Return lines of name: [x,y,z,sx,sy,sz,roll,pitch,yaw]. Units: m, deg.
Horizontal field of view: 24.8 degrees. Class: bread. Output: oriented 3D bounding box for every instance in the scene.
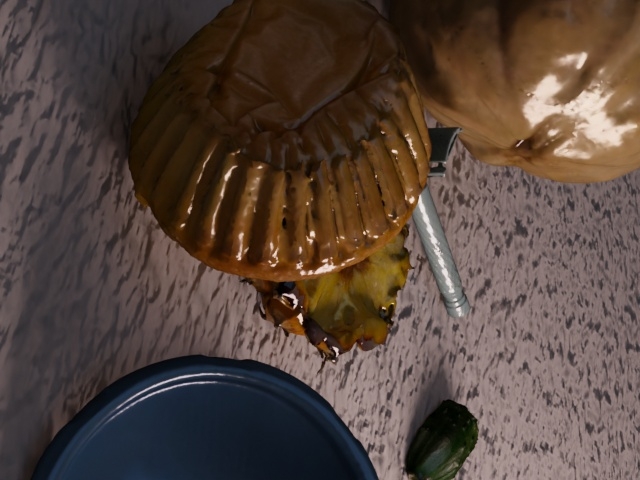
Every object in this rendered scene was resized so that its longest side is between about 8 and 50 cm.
bread: [-0.027,-0.080,1.104,0.139,0.240,0.240,102,6,-55]

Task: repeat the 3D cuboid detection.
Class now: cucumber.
cucumber: [0.123,0.209,1.432,0.107,0.035,0.067,-44,121,-49]

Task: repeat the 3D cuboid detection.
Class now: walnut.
walnut: [0.244,-0.235,1.453,0.381,0.381,0.381,16,70,-54]

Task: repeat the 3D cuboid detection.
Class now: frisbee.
frisbee: [-0.082,0.226,1.045,0.289,0.049,0.290,5,78,-26]

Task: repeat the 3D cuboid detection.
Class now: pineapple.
pineapple: [0.000,0.000,1.254,0.225,0.076,0.225,13,74,-51]

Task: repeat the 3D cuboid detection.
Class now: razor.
razor: [0.108,-0.010,1.422,0.068,0.106,0.232,-64,143,-40]
